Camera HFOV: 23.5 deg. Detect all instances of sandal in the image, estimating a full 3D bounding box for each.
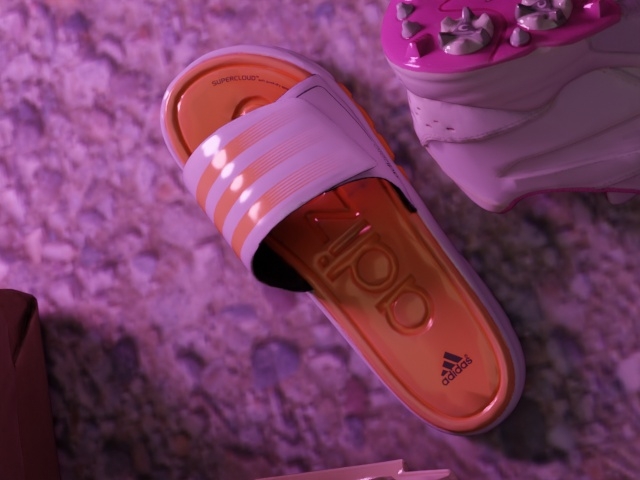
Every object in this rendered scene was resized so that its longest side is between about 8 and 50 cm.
[{"bbox_3d":[0.008,-0.007,0.817,0.102,0.076,0.265,-46,75,14],"label":"sandal"}]

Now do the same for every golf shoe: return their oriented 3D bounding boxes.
[{"bbox_3d":[0.189,-0.092,0.744,0.306,0.140,0.115,-7,42,11],"label":"golf shoe"}]

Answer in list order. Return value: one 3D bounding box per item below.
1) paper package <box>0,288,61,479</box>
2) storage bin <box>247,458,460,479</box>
[{"bbox_3d":[-0.313,0.201,0.887,0.325,0.168,0.309,-11,84,21],"label":"paper package"},{"bbox_3d":[-0.044,0.251,0.719,0.260,0.123,0.262,-14,86,36],"label":"storage bin"}]
